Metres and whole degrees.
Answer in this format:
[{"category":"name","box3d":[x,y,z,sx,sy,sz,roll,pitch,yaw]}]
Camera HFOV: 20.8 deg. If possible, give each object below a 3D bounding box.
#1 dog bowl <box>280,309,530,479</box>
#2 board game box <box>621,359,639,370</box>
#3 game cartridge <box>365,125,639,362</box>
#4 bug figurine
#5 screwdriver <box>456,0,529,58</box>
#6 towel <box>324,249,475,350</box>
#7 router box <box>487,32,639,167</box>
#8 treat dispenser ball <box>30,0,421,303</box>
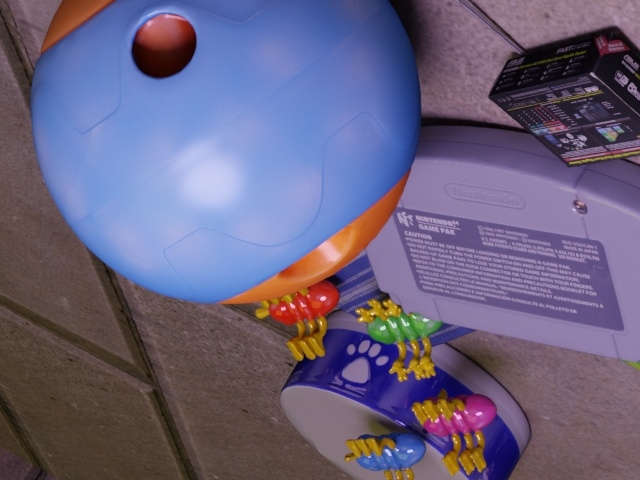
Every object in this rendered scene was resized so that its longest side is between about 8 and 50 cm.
[{"category":"dog bowl","box3d":[0.091,0.195,1.910,0.265,0.104,0.265,27,157,13]},{"category":"board game box","box3d":[0.251,0.057,1.504,0.259,0.039,0.124,26,156,13]},{"category":"game cartridge","box3d":[0.159,-0.002,1.426,0.294,0.060,0.196,11,140,35]},{"category":"bug figurine","box3d":[0.061,0.132,1.696,0.216,0.072,0.279,-8,120,43]},{"category":"screwdriver","box3d":[0.096,-0.178,1.261,0.170,0.024,0.025,36,-172,-24]},{"category":"towel","box3d":[0.000,0.000,1.674,0.336,0.040,0.243,30,162,-9]},{"category":"router box","box3d":[0.194,-0.098,1.250,0.092,0.038,0.122,39,158,-24]},{"category":"treat dispenser ball","box3d":[-0.069,-0.096,1.286,0.288,0.288,0.288,28,157,13]}]
